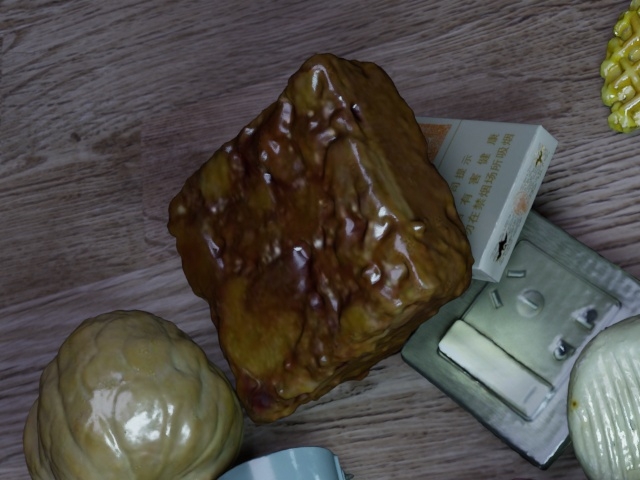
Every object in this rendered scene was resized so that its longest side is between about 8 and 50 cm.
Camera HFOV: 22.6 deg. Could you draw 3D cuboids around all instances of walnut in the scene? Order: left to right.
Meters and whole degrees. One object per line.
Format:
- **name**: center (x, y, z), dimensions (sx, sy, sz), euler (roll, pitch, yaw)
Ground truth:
- **walnut**: center (-0.238, 0.235, 2.036), dimensions (0.285, 0.296, 0.285), euler (-1, 44, 1)

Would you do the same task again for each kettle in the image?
- **kettle**: center (0.001, 0.385, 1.948), dimensions (0.211, 0.160, 0.243), euler (-14, 64, -13)

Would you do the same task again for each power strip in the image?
- **power strip**: center (0.263, 0.119, 1.959), dimensions (0.251, 0.092, 0.257), euler (-48, 56, -6)

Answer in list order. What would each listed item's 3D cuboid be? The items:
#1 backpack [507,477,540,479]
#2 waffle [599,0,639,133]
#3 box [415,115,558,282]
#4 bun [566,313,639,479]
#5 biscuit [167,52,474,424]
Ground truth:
- **backpack**: center (0.278, 0.361, 1.700), dimensions (0.317, 0.283, 0.197), euler (11, 50, 19)
- **waffle**: center (0.488, -0.240, 2.049), dimensions (0.291, 0.051, 0.291), euler (-13, 60, 23)
- **box**: center (0.122, -0.066, 2.087), dimensions (0.365, 0.051, 0.204), euler (9, 70, 48)
- **bun**: center (0.409, 0.205, 1.786), dimensions (0.273, 0.168, 0.273), euler (3, 96, 27)
- **biscuit**: center (0.000, 0.000, 1.997), dimensions (0.395, 0.166, 0.342), euler (-40, 70, 44)
